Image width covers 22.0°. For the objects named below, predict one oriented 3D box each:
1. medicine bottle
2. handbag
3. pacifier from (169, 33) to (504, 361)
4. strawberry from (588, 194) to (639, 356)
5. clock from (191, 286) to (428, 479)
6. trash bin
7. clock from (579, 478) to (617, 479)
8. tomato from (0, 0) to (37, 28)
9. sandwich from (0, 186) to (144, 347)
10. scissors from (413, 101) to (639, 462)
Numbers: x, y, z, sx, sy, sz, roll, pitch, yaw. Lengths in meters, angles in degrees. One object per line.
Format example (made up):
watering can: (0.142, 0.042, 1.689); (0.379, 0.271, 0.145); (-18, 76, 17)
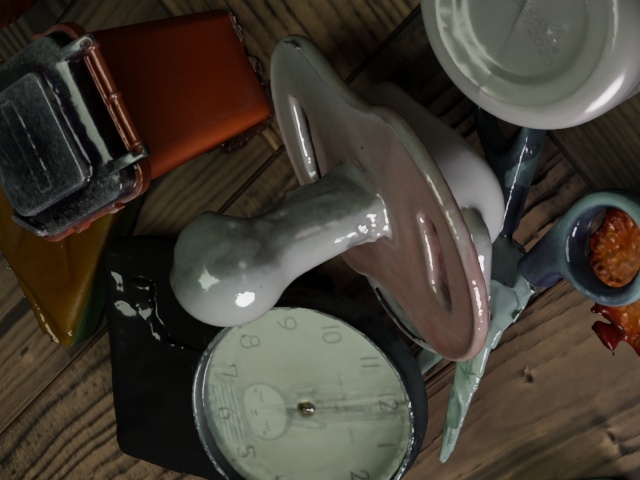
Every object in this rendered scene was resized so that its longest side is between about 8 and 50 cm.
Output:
medicine bottle: (0.202, -0.184, 1.078); (0.157, 0.289, 0.157); (17, 120, 33)
handbag: (-0.090, 0.121, 1.591); (0.275, 0.088, 0.244); (12, 115, 38)
pacifier: (0.022, -0.026, 1.323); (0.332, 0.273, 0.220); (45, 119, 49)
strawberry: (0.269, 0.028, 1.250); (0.145, 0.086, 0.145); (19, 112, 59)
clock: (-0.012, 0.148, 1.469); (0.215, 0.042, 0.215); (5, 109, 16)
trash bin: (-0.160, -0.118, 1.433); (0.184, 0.239, 0.161); (-25, 91, 45)
clock: (0.217, 0.264, 1.439); (0.147, 0.045, 0.108); (-9, 103, 41)
tomato: (-0.351, -0.289, 1.524); (0.184, 0.208, 0.208); (28, 125, 30)
sandwich: (-0.247, -0.024, 1.660); (0.212, 0.063, 0.245); (-21, 96, 42)
scissors: (0.142, 0.035, 1.365); (0.256, 0.029, 0.383); (62, 146, 32)
